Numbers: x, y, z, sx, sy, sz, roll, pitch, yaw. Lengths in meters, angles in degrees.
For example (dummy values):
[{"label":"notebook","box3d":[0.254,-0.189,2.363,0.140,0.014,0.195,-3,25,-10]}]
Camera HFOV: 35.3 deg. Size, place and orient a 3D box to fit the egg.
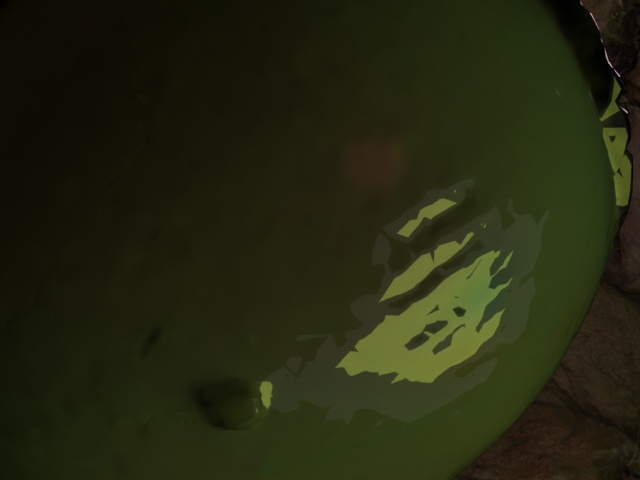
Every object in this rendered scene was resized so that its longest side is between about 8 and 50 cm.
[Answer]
[{"label":"egg","box3d":[-0.062,0.011,0.538,0.340,0.355,0.354,-37,152,-36]}]
